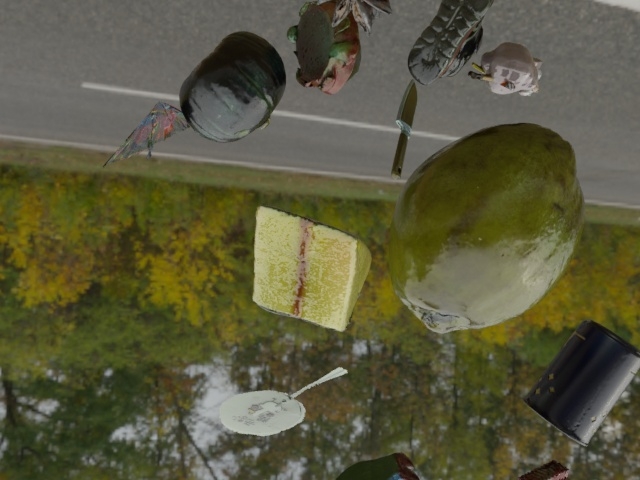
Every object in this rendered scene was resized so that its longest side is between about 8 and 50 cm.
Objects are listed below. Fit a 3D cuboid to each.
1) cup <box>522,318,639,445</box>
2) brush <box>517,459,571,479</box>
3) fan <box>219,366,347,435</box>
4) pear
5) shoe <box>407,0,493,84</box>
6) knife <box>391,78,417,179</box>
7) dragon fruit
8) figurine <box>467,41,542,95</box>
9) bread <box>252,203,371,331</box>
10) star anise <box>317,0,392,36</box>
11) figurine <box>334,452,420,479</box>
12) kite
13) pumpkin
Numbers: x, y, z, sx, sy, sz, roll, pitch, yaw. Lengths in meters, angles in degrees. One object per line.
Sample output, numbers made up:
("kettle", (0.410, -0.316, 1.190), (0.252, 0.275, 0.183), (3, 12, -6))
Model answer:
("cup", (0.625, 0.323, 1.729), (0.178, 0.256, 0.255), (33, -176, -13))
("brush", (0.404, 0.527, 1.464), (0.321, 0.050, 0.060), (-11, -156, -35))
("fan", (-0.097, 0.422, 1.855), (0.415, 0.012, 0.233), (-35, 130, 29))
("pear", (0.300, -0.024, 1.318), (0.352, 0.413, 0.352), (41, 174, 5))
("shoe", (0.308, -0.461, 1.518), (0.137, 0.291, 0.114), (-8, -133, -50))
("knife", (0.208, -0.282, 1.740), (0.027, 0.343, 0.061), (-14, 132, 33))
("dragon fruit", (0.019, -0.520, 1.904), (0.130, 0.268, 0.295), (-4, -144, -30))
("figurine", (0.423, -0.374, 1.550), (0.137, 0.112, 0.229), (48, -145, 20))
("bread", (0.000, -0.001, 1.094), (0.168, 0.163, 0.264), (19, 143, 7))
("star anise", (0.064, -0.475, 1.296), (0.182, 0.065, 0.195), (38, 138, -19))
("figurine", (0.122, 0.521, 1.370), (0.185, 0.234, 0.127), (-29, -152, -7))
("kite", (-0.430, -0.294, 1.857), (0.321, 0.016, 0.234), (-35, 164, -35))
("pumpkin", (-0.218, -0.382, 1.838), (0.238, 0.315, 0.315), (41, 166, -16))
